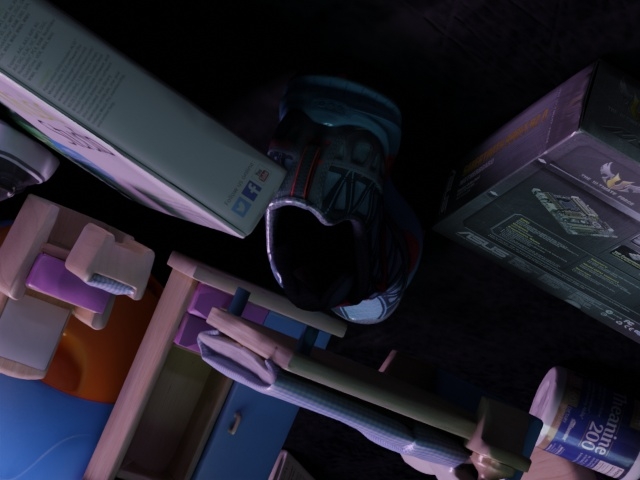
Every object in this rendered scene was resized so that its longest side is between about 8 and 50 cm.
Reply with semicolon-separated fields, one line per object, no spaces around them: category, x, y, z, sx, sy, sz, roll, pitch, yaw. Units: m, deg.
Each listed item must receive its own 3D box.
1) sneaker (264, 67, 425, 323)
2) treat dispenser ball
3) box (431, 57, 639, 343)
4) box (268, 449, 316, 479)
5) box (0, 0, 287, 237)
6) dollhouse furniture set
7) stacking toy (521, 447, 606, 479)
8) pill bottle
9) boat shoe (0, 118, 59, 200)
sneaker;0.000;0.000;1.215;0.104;0.125;0.262;12;151;17
treat dispenser ball;-0.238;0.126;1.424;0.288;0.288;0.288;16;152;9
box;0.213;-0.006;1.138;0.231;0.056;0.183;28;151;-14
box;-0.029;0.314;1.830;0.113;0.094;0.275;0;146;34
box;-0.197;-0.117;1.124;0.322;0.058;0.232;36;172;-24
dollhouse furniture set;-0.062;0.133;1.177;0.286;0.198;0.303;23;180;-30
stacking toy;0.268;0.301;1.588;0.141;0.141;0.330;-9;145;43
pill bottle;0.226;0.148;1.395;0.120;0.067;0.067;21;152;-2
boat shoe;-0.245;-0.054;1.254;0.080;0.076;0.228;33;178;3
